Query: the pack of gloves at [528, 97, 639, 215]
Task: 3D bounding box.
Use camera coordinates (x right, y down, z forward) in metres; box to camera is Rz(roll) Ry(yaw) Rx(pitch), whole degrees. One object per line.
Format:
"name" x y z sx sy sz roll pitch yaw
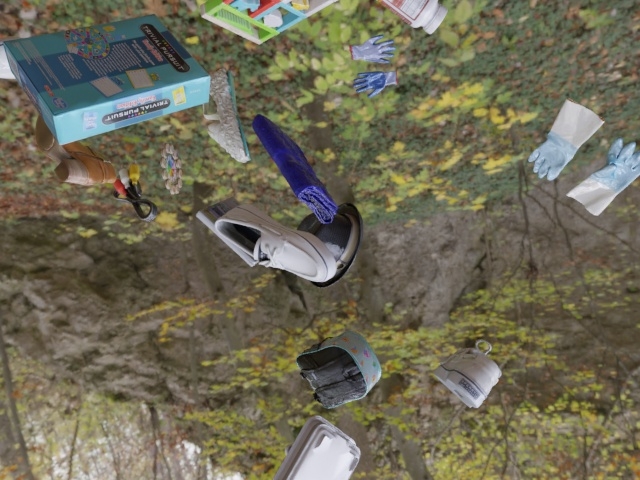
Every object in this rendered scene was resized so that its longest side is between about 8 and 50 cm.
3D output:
"pack of gloves" 0.532 -0.153 1.089 0.046 0.195 0.232 -46 163 -21

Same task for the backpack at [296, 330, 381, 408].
"backpack" 0.059 0.312 1.317 0.144 0.166 0.188 -26 176 -42

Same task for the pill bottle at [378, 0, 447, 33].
"pill bottle" 0.288 -0.754 1.672 0.121 0.216 0.121 -54 -166 20

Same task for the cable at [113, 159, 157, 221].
"cable" -0.634 -0.149 1.768 0.139 0.072 0.287 -40 -132 6

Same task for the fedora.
"fedora" 0.000 0.000 1.870 0.152 0.334 0.334 20 170 -30

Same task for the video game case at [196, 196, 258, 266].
"video game case" -0.226 -0.031 1.518 0.023 0.212 0.193 -50 175 26

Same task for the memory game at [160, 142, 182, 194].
"memory game" -0.531 -0.256 1.898 0.012 0.186 0.186 -5 -170 6

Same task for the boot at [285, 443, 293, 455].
"boot" -0.060 0.843 1.973 0.069 0.190 0.086 -36 178 -20

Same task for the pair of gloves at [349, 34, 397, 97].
"pair of gloves" 0.183 -0.592 1.809 0.159 0.198 0.023 -8 -157 4

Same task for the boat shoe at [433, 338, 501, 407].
"boat shoe" 0.398 0.336 1.393 0.156 0.136 0.367 -45 164 -5

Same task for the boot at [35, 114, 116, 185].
"boot" -0.589 -0.218 1.283 0.073 0.197 0.152 -27 173 23

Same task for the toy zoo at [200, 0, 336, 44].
"toy zoo" -0.095 -0.535 1.169 0.293 0.030 0.192 -14 170 36

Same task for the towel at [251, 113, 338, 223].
"towel" -0.067 -0.207 1.504 0.076 0.308 0.227 -36 153 5

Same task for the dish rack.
"dish rack" -0.009 0.766 1.710 0.072 0.285 0.333 5 -123 52

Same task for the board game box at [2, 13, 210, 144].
"board game box" -0.450 -0.358 1.142 0.336 0.254 0.079 -26 154 -31

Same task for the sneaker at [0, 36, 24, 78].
"sneaker" -0.651 -0.415 1.235 0.091 0.094 0.258 32 -147 21

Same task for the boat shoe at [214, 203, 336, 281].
"boat shoe" -0.092 0.016 1.004 0.258 0.095 0.084 25 -144 28

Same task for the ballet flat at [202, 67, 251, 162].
"ballet flat" -0.345 -0.433 1.892 0.146 0.409 0.147 -12 153 -6
